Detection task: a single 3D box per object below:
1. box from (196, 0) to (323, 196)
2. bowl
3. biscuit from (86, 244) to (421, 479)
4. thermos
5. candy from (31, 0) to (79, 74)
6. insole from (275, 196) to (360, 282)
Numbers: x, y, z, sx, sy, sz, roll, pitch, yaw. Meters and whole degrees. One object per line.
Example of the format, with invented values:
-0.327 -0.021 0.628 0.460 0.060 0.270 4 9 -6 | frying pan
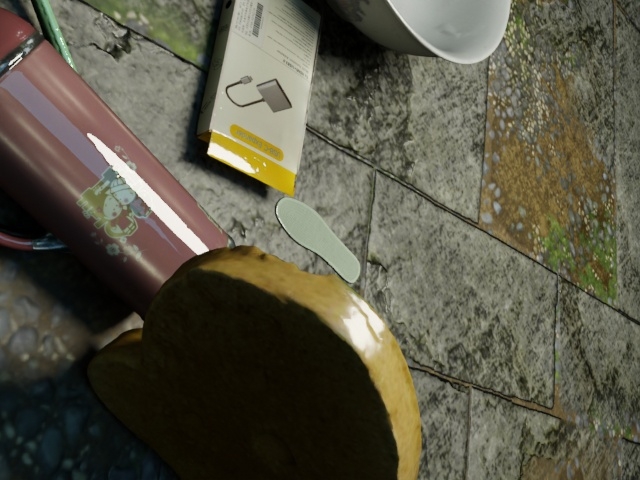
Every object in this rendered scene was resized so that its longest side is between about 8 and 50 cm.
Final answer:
-0.066 -0.181 0.789 0.129 0.033 0.247 26 64 -40 | box
0.090 -0.372 0.898 0.345 0.157 0.346 11 73 -42 | bowl
-0.058 0.145 0.579 0.057 0.287 0.344 -54 147 -48 | biscuit
-0.225 -0.069 0.566 0.330 0.136 0.109 50 16 -26 | thermos
-0.253 -0.248 0.600 0.097 0.097 0.324 -33 113 -44 | candy
0.000 0.000 0.838 0.153 0.002 0.053 45 53 -29 | insole
